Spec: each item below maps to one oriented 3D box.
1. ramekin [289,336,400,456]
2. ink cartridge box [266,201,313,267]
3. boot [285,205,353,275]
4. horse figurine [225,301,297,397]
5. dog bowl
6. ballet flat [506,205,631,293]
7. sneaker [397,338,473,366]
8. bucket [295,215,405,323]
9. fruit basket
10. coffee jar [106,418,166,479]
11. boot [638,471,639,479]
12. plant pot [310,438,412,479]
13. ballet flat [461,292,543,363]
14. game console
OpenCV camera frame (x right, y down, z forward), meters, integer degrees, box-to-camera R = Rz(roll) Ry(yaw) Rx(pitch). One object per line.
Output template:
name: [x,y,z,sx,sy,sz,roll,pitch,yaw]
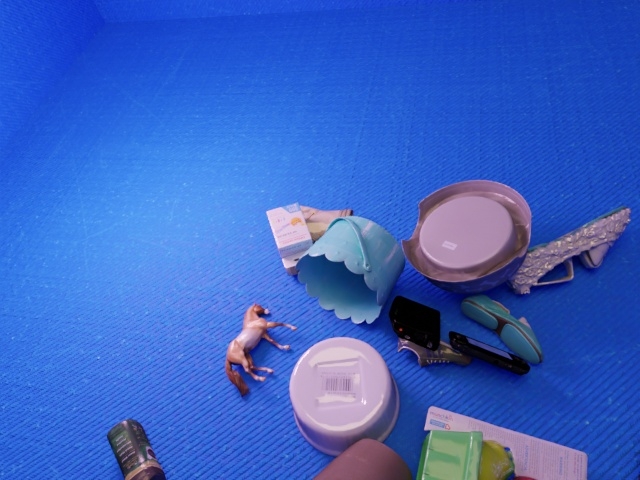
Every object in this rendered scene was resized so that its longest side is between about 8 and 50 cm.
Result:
ramekin: [0.055,0.377,1.220,0.277,0.135,0.277,-6,52,7]
ink cartridge box: [-0.087,-0.017,1.481,0.104,0.061,0.181,-18,59,-6]
boot: [0.000,0.000,1.554,0.204,0.095,0.262,3,51,12]
horse figurine: [-0.187,0.297,1.377,0.175,0.066,0.263,21,57,19]
dog bowl: [0.405,-0.006,1.358,0.349,0.102,0.348,-18,45,19]
ballet flat: [0.692,0.039,1.375,0.409,0.147,0.147,-23,52,-2]
sneaker: [0.291,0.298,1.286,0.192,0.064,0.086,25,77,22]
bucket: [0.088,0.077,1.368,0.281,0.281,0.183,22,54,26]
fruit basket: [0.371,0.558,1.032,0.353,0.165,0.327,17,57,5]
coffee jar: [-0.458,0.544,1.222,0.079,0.096,0.184,-36,54,-13]
boot: [0.764,0.554,0.939,0.260,0.131,0.348,19,58,24]
plant pot: [0.076,0.553,1.033,0.263,0.263,0.229,22,43,26]
ballet flat: [0.491,0.216,1.292,0.087,0.083,0.247,-31,54,-30]
game console: [0.348,0.246,1.256,0.361,0.044,0.213,21,15,8]
